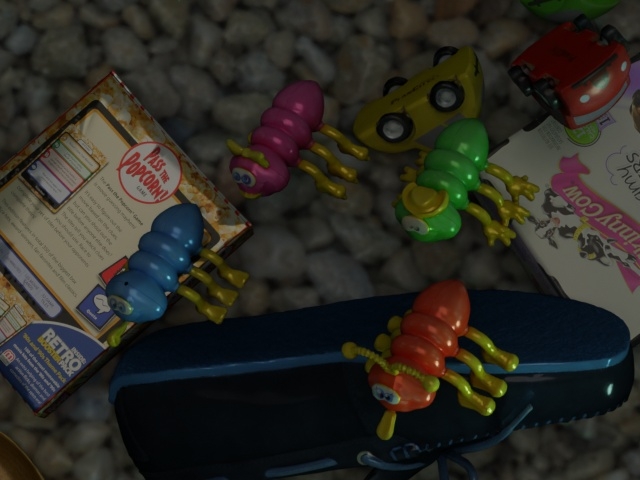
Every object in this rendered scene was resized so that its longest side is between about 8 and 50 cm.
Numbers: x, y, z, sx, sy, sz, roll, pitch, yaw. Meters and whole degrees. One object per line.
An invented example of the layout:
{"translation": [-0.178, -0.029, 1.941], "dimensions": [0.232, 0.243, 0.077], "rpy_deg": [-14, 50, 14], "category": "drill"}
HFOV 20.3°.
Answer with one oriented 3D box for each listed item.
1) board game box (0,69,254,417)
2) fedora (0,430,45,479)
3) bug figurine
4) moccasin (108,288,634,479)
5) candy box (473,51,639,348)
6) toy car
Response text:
{"translation": [-0.165, 0.003, 1.217], "dimensions": [0.193, 0.045, 0.147], "rpy_deg": [-41, 84, -5], "category": "board game box"}
{"translation": [-0.263, 0.204, 1.172], "dimensions": [0.194, 0.079, 0.194], "rpy_deg": [0, 82, 0], "category": "fedora"}
{"translation": [0.000, 0.000, 1.110], "dimensions": [0.279, 0.072, 0.216], "rpy_deg": [16, 64, 26], "category": "bug figurine"}
{"translation": [0.036, 0.106, 1.174], "dimensions": [0.342, 0.138, 0.116], "rpy_deg": [-3, 110, 17], "category": "moccasin"}
{"translation": [0.223, -0.033, 1.211], "dimensions": [0.196, 0.070, 0.165], "rpy_deg": [-33, 84, -4], "category": "candy box"}
{"translation": [0.154, -0.139, 1.201], "dimensions": [0.053, 0.239, 0.225], "rpy_deg": [52, 56, -22], "category": "toy car"}
